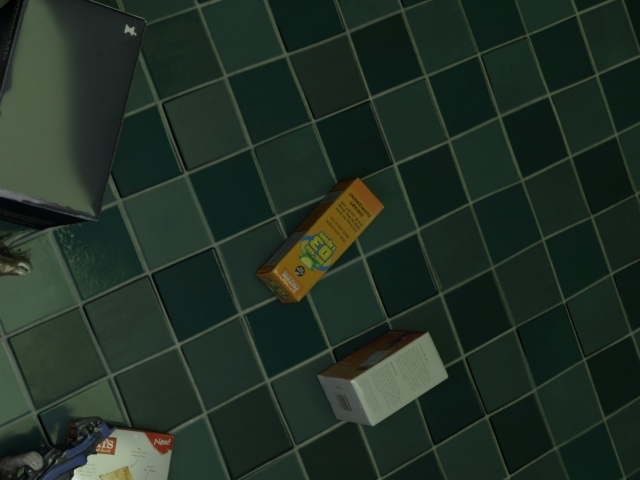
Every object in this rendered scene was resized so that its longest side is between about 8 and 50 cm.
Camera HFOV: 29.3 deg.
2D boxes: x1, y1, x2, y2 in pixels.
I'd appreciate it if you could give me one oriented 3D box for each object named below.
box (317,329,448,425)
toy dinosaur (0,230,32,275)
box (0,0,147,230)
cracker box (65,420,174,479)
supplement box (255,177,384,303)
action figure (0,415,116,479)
[{"bbox_3d":[0.105,0.231,2.090,0.170,0.130,0.091,-30,101,-26],"label":"box"},{"bbox_3d":[-0.566,0.002,1.733,0.313,0.121,0.160,38,36,-33],"label":"toy dinosaur"},{"bbox_3d":[-0.404,-0.182,1.748,0.183,0.294,0.296,16,81,-26],"label":"box"},{"bbox_3d":[-0.326,0.404,1.897,0.156,0.067,0.232,11,83,-26],"label":"cracker box"},{"bbox_3d":[0.000,0.000,2.073,0.078,0.080,0.233,47,71,-16],"label":"supplement box"},{"bbox_3d":[-0.480,0.328,1.773,0.341,0.178,0.330,-36,108,-31],"label":"action figure"}]
